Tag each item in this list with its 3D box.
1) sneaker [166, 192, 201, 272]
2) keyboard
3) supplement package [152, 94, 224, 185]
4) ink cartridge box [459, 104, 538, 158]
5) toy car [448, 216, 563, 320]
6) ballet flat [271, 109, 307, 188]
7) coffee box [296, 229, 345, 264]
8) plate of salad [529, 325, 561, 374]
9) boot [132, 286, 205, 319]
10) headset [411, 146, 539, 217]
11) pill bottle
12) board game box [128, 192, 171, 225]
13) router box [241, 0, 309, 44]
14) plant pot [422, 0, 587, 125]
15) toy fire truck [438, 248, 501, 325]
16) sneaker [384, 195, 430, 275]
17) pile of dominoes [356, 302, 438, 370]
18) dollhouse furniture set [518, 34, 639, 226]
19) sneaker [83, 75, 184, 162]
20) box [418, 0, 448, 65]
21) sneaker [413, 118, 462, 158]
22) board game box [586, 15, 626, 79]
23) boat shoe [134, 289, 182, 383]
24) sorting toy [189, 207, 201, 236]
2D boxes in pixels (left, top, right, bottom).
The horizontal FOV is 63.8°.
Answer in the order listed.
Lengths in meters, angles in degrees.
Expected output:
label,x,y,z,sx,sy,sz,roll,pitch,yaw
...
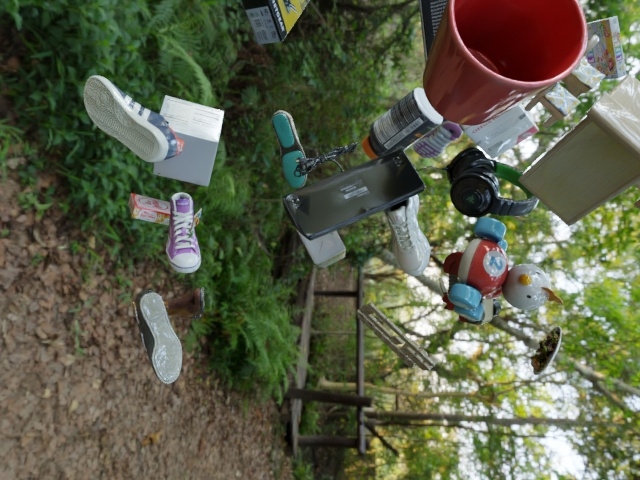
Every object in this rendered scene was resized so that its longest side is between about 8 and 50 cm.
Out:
label,x,y,z,sx,sy,sz,roll,pitch,yaw
sneaker,-0.432,-0.038,1.595,0.282,0.102,0.161,-114,-154,-44
keyboard,0.061,-0.135,1.174,0.202,0.316,0.033,62,-14,19
supplement package,-0.464,-0.339,1.800,0.262,0.203,0.145,123,-25,-56
ink cartridge box,0.508,-0.347,1.489,0.217,0.158,0.092,20,45,-48
toy car,0.464,0.096,1.240,0.219,0.237,0.210,-66,152,-13
ballet flat,-0.114,-0.369,2.074,0.106,0.107,0.316,-73,153,-70
coffee box,0.000,0.000,1.807,0.168,0.118,0.297,61,-1,8
plate of salad,0.823,0.400,1.889,0.200,0.048,0.200,-58,167,-21
boot,-0.619,0.253,2.101,0.264,0.280,0.096,136,-44,-62
headset,0.431,-0.151,1.502,0.244,0.393,0.185,-79,-179,-54
pill bottle,0.239,-0.340,1.566,0.245,0.130,0.131,-34,-141,39
board game box,-0.560,-0.101,1.787,0.147,0.193,0.045,43,-65,56
router box,-0.138,-0.705,1.311,0.309,0.080,0.243,68,33,-44
plant pot,0.338,-0.372,1.039,0.243,0.274,0.275,129,-36,-74
toy fire truck,0.432,0.130,1.604,0.158,0.246,0.217,-11,101,-40
sneaker,0.190,-0.031,1.207,0.115,0.090,0.233,20,56,-62
pile of dominoes,0.209,0.259,1.422,0.040,0.251,0.196,-46,180,-17
dollhouse furniture set,0.654,-0.252,1.119,0.394,0.362,0.256,-41,172,-25
sneaker,-0.550,-0.357,1.530,0.131,0.350,0.148,-51,168,26
box,0.547,-0.752,1.788,0.479,0.297,0.473,-30,113,-59
sneaker,0.432,-0.384,1.859,0.236,0.095,0.105,-34,-153,56
board game box,0.758,-0.510,1.378,0.103,0.026,0.154,-135,-156,-72
boat shoe,-0.568,0.331,1.798,0.095,0.112,0.336,5,-71,54
sorting toy,-0.375,-0.050,1.543,0.062,0.012,0.083,-76,-171,-59
